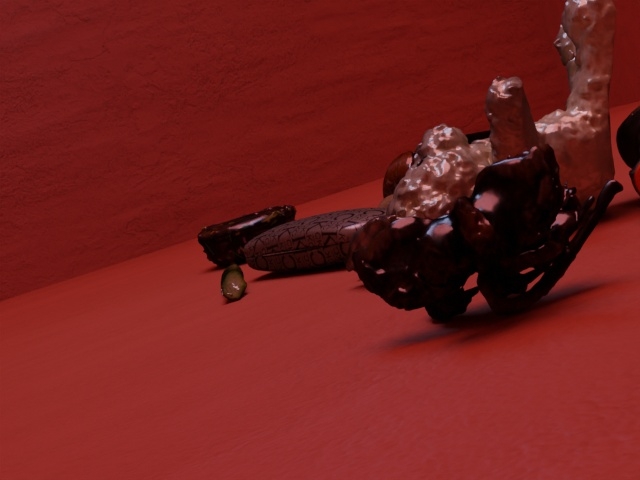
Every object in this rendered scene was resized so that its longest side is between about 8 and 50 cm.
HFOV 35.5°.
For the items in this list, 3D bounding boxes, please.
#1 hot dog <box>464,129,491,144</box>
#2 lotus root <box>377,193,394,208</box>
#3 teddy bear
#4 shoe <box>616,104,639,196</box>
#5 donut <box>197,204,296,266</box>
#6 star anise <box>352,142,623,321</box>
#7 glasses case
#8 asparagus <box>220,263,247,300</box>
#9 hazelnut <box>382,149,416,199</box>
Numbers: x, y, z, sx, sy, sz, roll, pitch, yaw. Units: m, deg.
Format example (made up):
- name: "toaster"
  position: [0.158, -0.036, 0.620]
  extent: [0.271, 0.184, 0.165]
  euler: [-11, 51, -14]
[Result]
- name: "hot dog"
  position: [0.451, -0.190, 2.226]
  extent: [0.325, 0.107, 0.194]
  euler: [-8, 14, -6]
- name: "lotus root"
  position: [0.165, -0.067, 2.000]
  extent: [0.073, 0.062, 0.150]
  euler: [-22, 6, -43]
- name: "teddy bear"
  position: [0.214, -0.146, 1.361]
  extent: [0.362, 0.376, 0.327]
  euler: [-1, -5, 10]
- name: "shoe"
  position: [0.441, -0.096, 1.230]
  extent: [0.171, 0.132, 0.336]
  euler: [-27, 11, -14]
- name: "donut"
  position: [-0.152, -0.010, 2.218]
  extent: [0.230, 0.096, 0.216]
  euler: [-19, 8, -25]
- name: "star anise"
  position: [0.147, 0.007, 0.918]
  extent: [0.190, 0.126, 0.220]
  euler: [13, -38, -35]
- name: "glasses case"
  position: [0.000, 0.000, 1.687]
  extent: [0.137, 0.085, 0.354]
  euler: [-22, 7, -36]
- name: "asparagus"
  position: [-0.146, 0.070, 1.654]
  extent: [0.045, 0.041, 0.178]
  euler: [-25, 7, -3]
- name: "hazelnut"
  position: [0.200, -0.113, 2.091]
  extent: [0.154, 0.143, 0.143]
  euler: [-22, 1, 36]
